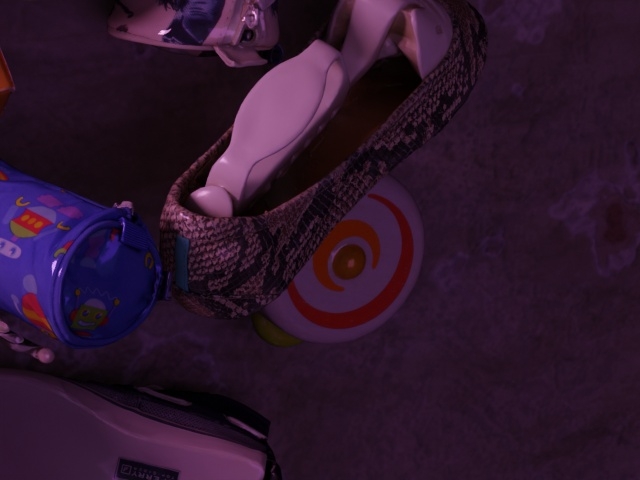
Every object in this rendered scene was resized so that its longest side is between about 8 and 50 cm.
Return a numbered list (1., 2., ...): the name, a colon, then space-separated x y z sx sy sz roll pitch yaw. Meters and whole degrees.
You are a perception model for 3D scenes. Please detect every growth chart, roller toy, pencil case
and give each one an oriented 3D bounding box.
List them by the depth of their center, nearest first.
1. pencil case: -0.268 -0.006 1.678 0.119 0.306 0.133 41 77 -47
2. pencil case: -0.076 -0.364 1.713 0.160 0.183 0.410 -7 113 -52
3. growth chart: -0.347 0.047 1.734 0.237 0.172 0.021 38 79 -32
4. roller toy: 0.000 0.000 1.915 0.191 0.146 0.209 -34 121 -14

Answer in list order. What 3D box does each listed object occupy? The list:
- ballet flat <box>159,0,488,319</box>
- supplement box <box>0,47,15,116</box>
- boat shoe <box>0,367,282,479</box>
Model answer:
1. ballet flat: 0.017 -0.130 1.771 0.483 0.164 0.182 -49 154 -32
2. supplement box: -0.394 -0.122 1.683 0.233 0.078 0.080 -17 80 -22
3. boat shoe: -0.203 0.196 1.909 0.341 0.158 0.127 20 104 -5
